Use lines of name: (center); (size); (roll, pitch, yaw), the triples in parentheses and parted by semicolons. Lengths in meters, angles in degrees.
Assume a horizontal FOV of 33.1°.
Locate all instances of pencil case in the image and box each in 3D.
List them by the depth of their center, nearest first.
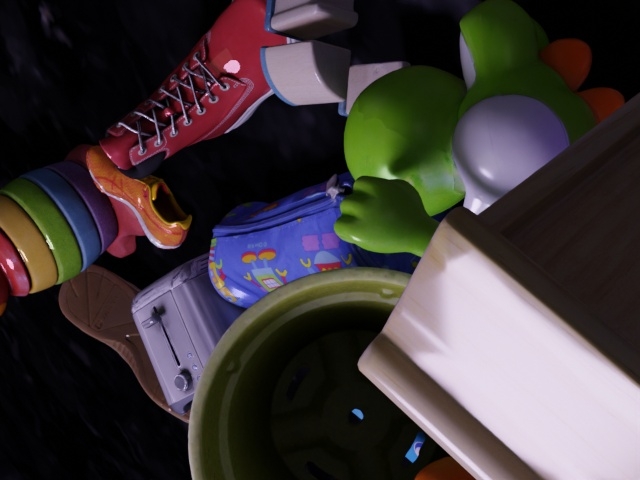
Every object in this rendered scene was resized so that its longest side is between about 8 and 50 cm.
pencil case: (0.000, 0.000, 1.060); (0.133, 0.119, 0.306); (37, 155, -24)

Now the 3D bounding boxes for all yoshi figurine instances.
yoshi figurine: (0.105, 0.016, 0.765); (0.203, 0.203, 0.362); (120, 148, -75)

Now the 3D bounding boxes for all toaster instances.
toaster: (-0.108, 0.090, 1.233); (0.129, 0.227, 0.146); (-30, 86, 37)

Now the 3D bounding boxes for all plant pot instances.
plant pot: (0.035, 0.166, 0.973); (0.276, 0.276, 0.254); (51, 178, 4)

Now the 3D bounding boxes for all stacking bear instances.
stacking bear: (-0.389, 0.007, 1.421); (0.164, 0.289, 0.175); (54, 149, -1)

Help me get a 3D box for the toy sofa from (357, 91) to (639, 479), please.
toy sofa: (0.191, 0.011, 0.591); (0.150, 0.363, 0.177); (43, 142, 16)

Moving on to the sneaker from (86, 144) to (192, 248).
sneaker: (-0.227, -0.067, 1.371); (0.175, 0.064, 0.067); (42, 127, 10)

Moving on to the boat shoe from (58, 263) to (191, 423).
boat shoe: (-0.218, 0.147, 1.524); (0.341, 0.121, 0.110); (37, 180, 23)

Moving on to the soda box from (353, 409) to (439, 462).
soda box: (0.105, 0.186, 1.155); (0.210, 0.067, 0.071); (38, 146, 24)

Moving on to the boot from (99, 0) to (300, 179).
boot: (-0.122, -0.142, 1.032); (0.088, 0.176, 0.244); (53, 147, 5)

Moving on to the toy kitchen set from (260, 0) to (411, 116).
toy kitchen set: (0.025, -0.205, 0.887); (0.122, 0.166, 0.207); (5, 88, 50)
